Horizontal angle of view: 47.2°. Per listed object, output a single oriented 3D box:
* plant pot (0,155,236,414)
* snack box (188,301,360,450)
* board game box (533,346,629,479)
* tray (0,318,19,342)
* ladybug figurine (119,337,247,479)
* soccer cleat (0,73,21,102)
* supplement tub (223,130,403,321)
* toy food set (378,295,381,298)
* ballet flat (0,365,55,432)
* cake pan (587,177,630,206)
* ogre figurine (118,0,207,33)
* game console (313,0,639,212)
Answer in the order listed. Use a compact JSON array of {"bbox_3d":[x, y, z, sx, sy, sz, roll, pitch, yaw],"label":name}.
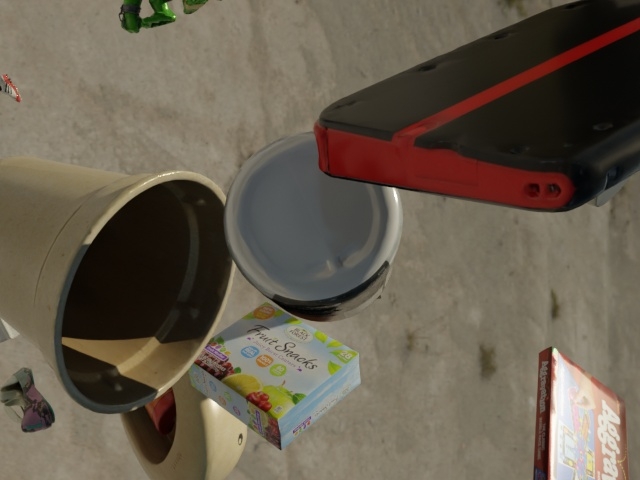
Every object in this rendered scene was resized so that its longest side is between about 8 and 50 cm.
[{"bbox_3d":[-0.339,0.026,1.023,0.334,0.305,0.334,-41,141,-45],"label":"plant pot"},{"bbox_3d":[-0.072,0.196,1.112,0.174,0.207,0.070,-32,133,-35],"label":"snack box"},{"bbox_3d":[0.319,0.278,0.890,0.145,0.027,0.281,36,43,-16],"label":"board game box"},{"bbox_3d":[-0.543,0.099,1.311,0.145,0.030,0.270,-39,163,-27],"label":"tray"},{"bbox_3d":[-0.279,0.297,1.443,0.161,0.449,0.305,2,125,-39],"label":"ladybug figurine"},{"bbox_3d":[-0.677,-0.326,1.585,0.029,0.035,0.083,61,-9,25],"label":"soccer cleat"},{"bbox_3d":[0.000,0.000,0.906,0.316,0.193,0.194,74,18,-80],"label":"supplement tub"},{"bbox_3d":[0.084,0.052,1.933,0.071,0.128,0.218,-92,171,-70],"label":"toy food set"},{"bbox_3d":[-0.603,0.320,1.483,0.079,0.221,0.077,-10,113,-31],"label":"ballet flat"},{"bbox_3d":[0.545,-0.179,1.300,0.293,0.054,0.293,-40,153,-25],"label":"cake pan"},{"bbox_3d":[-0.262,-0.439,1.252,0.096,0.197,0.118,-20,93,-58],"label":"ogre figurine"},{"bbox_3d":[0.213,-0.131,0.615,0.386,0.342,0.060,-28,115,-21],"label":"game console"}]
